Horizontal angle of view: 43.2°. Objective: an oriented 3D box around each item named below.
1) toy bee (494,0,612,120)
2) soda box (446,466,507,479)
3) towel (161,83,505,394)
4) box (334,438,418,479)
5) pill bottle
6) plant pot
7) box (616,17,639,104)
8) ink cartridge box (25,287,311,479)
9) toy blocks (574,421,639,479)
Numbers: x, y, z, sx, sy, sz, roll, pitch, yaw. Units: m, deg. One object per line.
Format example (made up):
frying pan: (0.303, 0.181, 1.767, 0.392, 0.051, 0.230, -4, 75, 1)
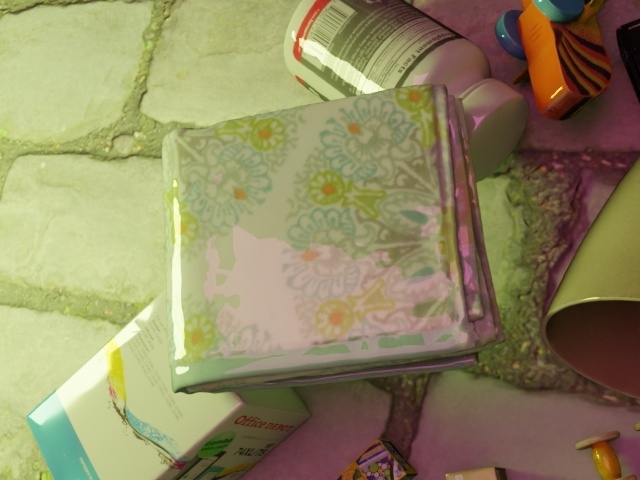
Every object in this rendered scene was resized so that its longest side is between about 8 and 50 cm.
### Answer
toy bee: (0.313, -0.293, 1.021, 0.195, 0.162, 0.298, -10, 83, 63)
soda box: (0.196, 0.357, 0.932, 0.061, 0.058, 0.181, -15, 68, 20)
towel: (0.000, 0.000, 0.922, 0.375, 0.090, 0.320, -9, 70, 12)
box: (0.039, 0.328, 1.017, 0.169, 0.054, 0.059, -45, 62, 5)
pill bottle: (0.113, -0.214, 1.081, 0.318, 0.176, 0.176, 42, 94, 29)
plant pot: (0.399, 0.009, 0.861, 0.257, 0.256, 0.274, 11, 63, 27)
box: (0.469, -0.214, 0.971, 0.180, 0.077, 0.147, -19, 68, 19)
ink cartridge box: (-0.197, 0.232, 1.075, 0.270, 0.198, 0.197, -42, 62, 8)
toy blocks: (0.363, 0.276, 0.881, 0.123, 0.054, 0.148, -24, 65, 17)
